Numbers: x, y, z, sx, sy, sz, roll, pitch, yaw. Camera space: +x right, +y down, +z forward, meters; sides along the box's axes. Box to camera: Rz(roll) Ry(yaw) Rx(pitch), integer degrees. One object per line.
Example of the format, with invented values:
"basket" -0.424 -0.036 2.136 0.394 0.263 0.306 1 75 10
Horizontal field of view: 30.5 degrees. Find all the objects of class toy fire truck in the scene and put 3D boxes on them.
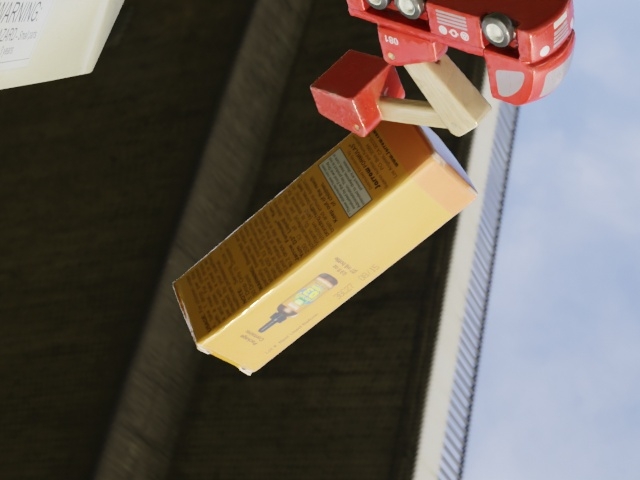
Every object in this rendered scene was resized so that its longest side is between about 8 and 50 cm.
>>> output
"toy fire truck" 0.070 -0.110 0.724 0.192 0.135 0.047 25 -123 35

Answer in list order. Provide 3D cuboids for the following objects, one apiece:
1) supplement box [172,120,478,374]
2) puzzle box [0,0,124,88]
"supplement box" 0.000 0.000 0.898 0.233 0.078 0.080 -40 -129 11
"puzzle box" -0.103 -0.184 0.430 0.272 0.052 0.409 -62 -179 11
